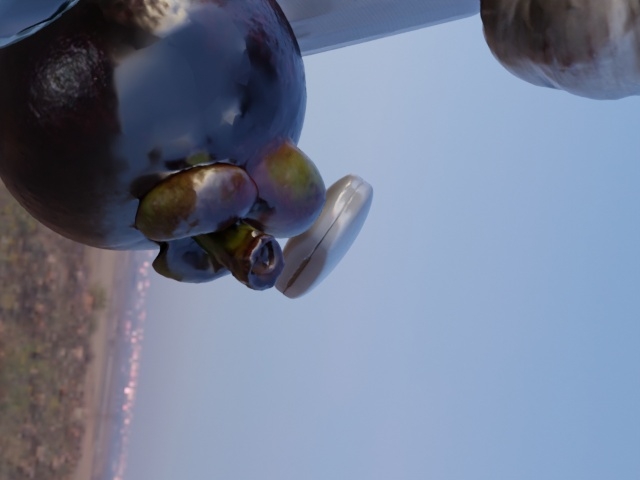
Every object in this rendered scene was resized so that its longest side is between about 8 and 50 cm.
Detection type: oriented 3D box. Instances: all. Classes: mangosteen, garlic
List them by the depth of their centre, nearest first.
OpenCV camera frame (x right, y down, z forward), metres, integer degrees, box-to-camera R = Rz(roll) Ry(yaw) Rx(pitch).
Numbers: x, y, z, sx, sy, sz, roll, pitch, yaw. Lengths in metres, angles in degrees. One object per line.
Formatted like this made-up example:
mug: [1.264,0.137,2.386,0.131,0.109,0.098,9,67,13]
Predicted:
garlic: [0.218,-0.158,0.716,0.212,0.218,0.218,51,31,-47]
mangosteen: [-0.104,-0.074,0.723,0.265,0.228,0.228,58,-24,18]

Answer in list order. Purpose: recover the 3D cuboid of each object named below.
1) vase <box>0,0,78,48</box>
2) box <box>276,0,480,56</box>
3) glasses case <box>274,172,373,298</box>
vase: [-0.233,-0.277,0.409,0.445,0.250,0.250,59,-10,-1]
box: [0.040,-0.279,0.960,0.291,0.206,0.262,-85,164,-69]
glasses case: [0.000,0.000,0.933,0.074,0.049,0.193,-56,180,-22]
